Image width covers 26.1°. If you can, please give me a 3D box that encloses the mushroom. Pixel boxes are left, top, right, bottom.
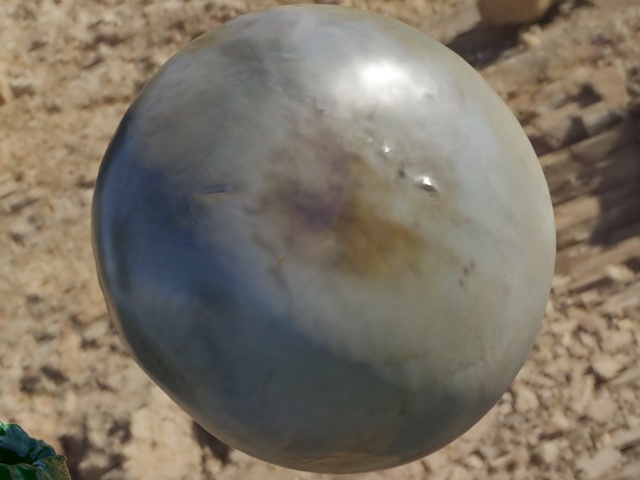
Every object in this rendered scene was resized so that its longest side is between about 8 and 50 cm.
[{"bbox_3d":[0.000,0.000,0.663,0.226,0.226,0.178,-39,6,-34],"label":"mushroom"}]

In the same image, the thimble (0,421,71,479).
[{"bbox_3d":[-0.192,0.136,0.691,0.118,0.090,0.130,19,4,30],"label":"thimble"}]
